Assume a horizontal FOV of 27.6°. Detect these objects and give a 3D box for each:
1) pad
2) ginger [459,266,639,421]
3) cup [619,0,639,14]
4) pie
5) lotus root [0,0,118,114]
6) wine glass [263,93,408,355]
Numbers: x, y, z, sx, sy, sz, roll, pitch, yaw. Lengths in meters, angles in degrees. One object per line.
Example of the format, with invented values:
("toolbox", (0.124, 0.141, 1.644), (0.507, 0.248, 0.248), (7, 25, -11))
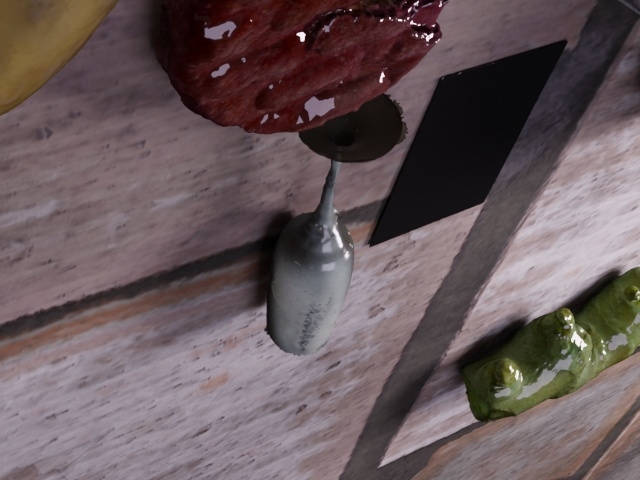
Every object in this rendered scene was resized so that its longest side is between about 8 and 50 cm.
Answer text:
("pad", (0.113, -0.073, 1.022), (0.127, 0.004, 0.190), (-20, 149, -32))
("ginger", (0.277, 0.115, 1.442), (0.290, 0.089, 0.137), (-17, 129, -28))
("cup", (0.240, -0.238, 0.595), (0.347, 0.347, 0.163), (-41, 175, 8))
("pie", (0.004, -0.145, 0.717), (0.204, 0.054, 0.218), (-16, 149, -37))
("lotus root", (-0.103, -0.173, 0.429), (0.169, 0.151, 0.342), (15, 123, -43))
("wine glass", (0.000, 0.000, 0.932), (0.074, 0.074, 0.262), (-24, 151, -25))
